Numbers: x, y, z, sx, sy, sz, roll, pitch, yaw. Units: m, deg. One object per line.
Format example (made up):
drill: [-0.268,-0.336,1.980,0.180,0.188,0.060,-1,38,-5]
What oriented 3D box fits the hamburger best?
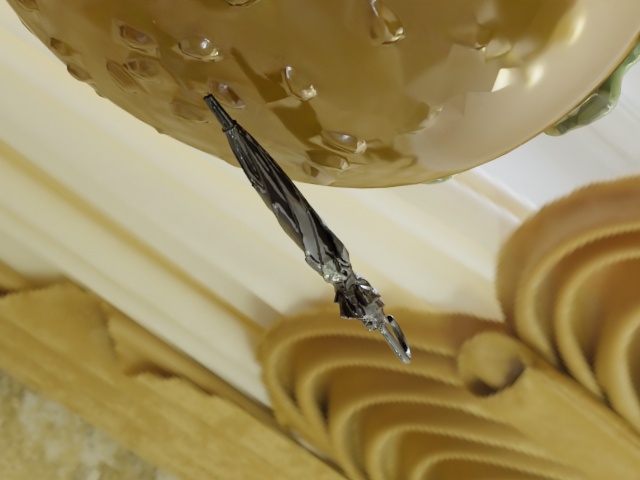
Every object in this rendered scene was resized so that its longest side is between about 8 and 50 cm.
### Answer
hamburger: [0.002,-0.140,0.378,0.212,0.274,0.274,-50,-166,-34]

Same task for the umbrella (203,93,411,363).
umbrella: [0.001,0.002,0.369,0.013,0.122,0.022,-28,-137,12]
